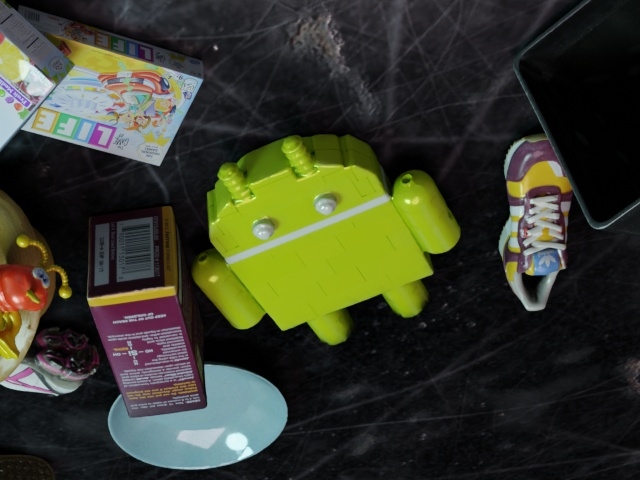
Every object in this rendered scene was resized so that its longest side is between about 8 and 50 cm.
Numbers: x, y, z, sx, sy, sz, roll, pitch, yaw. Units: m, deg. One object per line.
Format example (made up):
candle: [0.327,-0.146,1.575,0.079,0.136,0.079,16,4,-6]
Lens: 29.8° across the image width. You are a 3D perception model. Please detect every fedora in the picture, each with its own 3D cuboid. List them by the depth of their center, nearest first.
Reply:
fedora: [-0.297,0.039,1.073,0.194,0.194,0.079,-38,164,28]

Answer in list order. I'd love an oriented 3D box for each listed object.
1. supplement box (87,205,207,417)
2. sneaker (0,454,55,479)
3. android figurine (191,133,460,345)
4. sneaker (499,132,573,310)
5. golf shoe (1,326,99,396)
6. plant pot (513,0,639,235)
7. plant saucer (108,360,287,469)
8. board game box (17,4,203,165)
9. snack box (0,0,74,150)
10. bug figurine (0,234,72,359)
supplement box: [-0.162,0.071,1.139,0.080,0.104,0.188,-8,137,0]
sneaker: [-0.403,0.274,1.344,0.192,0.064,0.086,18,126,-30]
android figurine: [0.000,0.000,1.129,0.248,0.056,0.273,-20,138,12]
sneaker: [0.208,-0.016,1.123,0.069,0.084,0.185,-8,138,-1]
golf shoe: [-0.317,0.114,1.186,0.186,0.068,0.086,27,128,-33]
plant pot: [0.303,-0.110,0.981,0.187,0.188,0.167,-38,143,28]
plant saucer: [-0.134,0.182,1.312,0.194,0.037,0.195,-5,137,-5]
board game box: [-0.186,-0.124,0.984,0.154,0.026,0.103,14,133,-23]
snack box: [-0.271,-0.121,0.932,0.100,0.037,0.141,43,125,-12]
bug figurine: [-0.328,-0.033,0.948,0.216,0.072,0.279,2,133,45]
